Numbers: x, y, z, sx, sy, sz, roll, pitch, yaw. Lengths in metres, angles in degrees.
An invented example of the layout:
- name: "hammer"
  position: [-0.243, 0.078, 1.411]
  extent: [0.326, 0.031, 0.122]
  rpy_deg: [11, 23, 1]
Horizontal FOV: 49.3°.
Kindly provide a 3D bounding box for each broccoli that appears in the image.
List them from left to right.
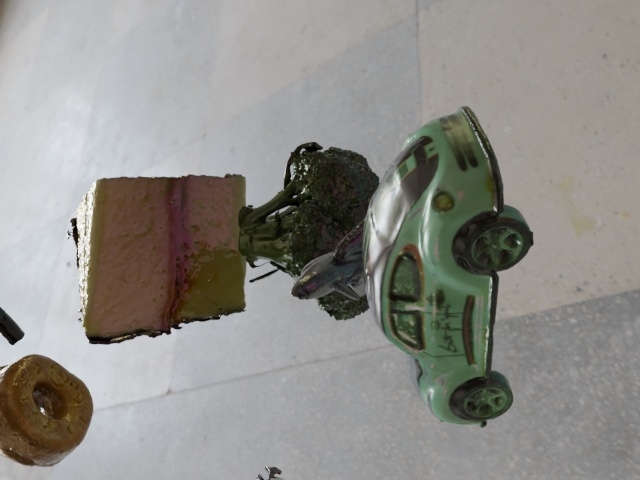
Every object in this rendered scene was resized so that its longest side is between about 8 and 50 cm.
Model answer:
- name: "broccoli"
  position: [0.000, 0.000, 1.215]
  extent: [0.283, 0.321, 0.304]
  rpy_deg: [-4, 48, 20]

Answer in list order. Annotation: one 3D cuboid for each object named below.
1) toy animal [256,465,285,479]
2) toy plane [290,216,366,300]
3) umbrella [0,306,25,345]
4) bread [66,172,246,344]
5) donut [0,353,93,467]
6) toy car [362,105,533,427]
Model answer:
- name: "toy animal"
  position: [0.048, 0.411, 0.873]
  extent: [0.247, 0.309, 0.183]
  rpy_deg: [122, 163, -73]
- name: "toy plane"
  position: [0.052, 0.022, 0.798]
  extent: [0.088, 0.267, 0.212]
  rpy_deg: [27, 118, 14]
- name: "umbrella"
  position: [-0.651, 0.068, 1.258]
  extent: [0.118, 0.340, 0.118]
  rpy_deg: [-19, 35, 14]
- name: "bread"
  position: [-0.299, 0.042, 1.316]
  extent: [0.242, 0.345, 0.405]
  rpy_deg: [-39, 52, 49]
- name: "donut"
  position: [-0.556, 0.333, 1.369]
  extent: [0.113, 0.226, 0.227]
  rpy_deg: [-35, 49, 20]
- name: "toy car"
  position: [0.100, 0.038, 0.616]
  extent: [0.125, 0.306, 0.136]
  rpy_deg: [-5, 37, -1]
